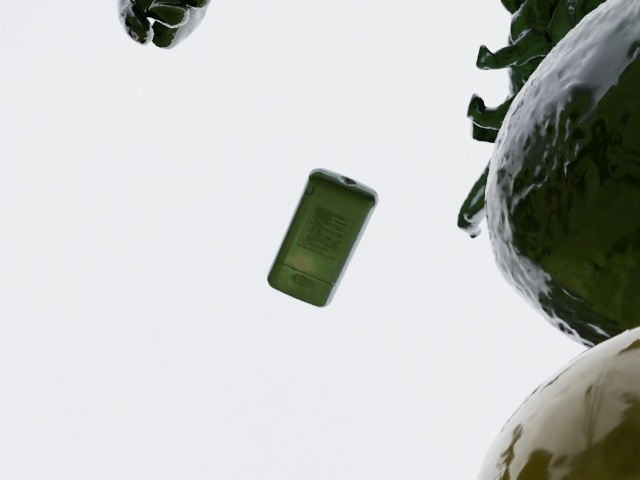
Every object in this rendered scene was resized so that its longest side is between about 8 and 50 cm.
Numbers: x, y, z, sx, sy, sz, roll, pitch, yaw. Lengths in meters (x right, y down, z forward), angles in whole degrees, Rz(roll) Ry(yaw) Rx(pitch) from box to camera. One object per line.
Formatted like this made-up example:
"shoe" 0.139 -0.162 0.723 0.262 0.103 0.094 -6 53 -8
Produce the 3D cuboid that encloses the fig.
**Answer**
"fig" 0.180 -0.064 0.767 0.203 0.203 0.235 18 -36 20

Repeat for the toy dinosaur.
"toy dinosaur" 0.147 -0.111 1.199 0.120 0.079 0.292 25 -55 -15

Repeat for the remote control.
"remote control" 0.000 0.000 1.100 0.053 0.018 0.124 21 -44 -1

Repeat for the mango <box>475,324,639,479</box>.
"mango" 0.116 0.101 0.336 0.195 0.137 0.098 48 -53 11

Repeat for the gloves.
"gloves" -0.126 -0.269 1.459 0.107 0.268 0.135 3 -48 12
